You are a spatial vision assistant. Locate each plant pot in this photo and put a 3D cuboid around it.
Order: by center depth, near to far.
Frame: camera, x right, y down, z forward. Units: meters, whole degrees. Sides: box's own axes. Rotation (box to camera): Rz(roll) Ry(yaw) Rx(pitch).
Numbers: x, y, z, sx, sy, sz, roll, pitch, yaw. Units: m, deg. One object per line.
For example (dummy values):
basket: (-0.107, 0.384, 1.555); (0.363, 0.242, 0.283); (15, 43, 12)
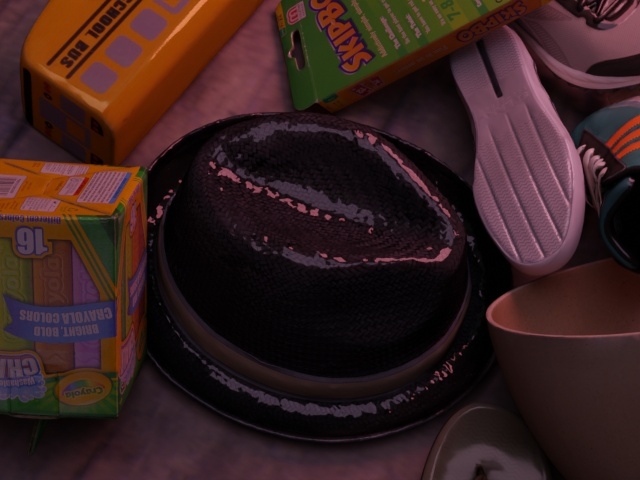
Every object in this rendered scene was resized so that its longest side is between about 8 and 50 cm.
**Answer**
plant pot: (0.282, 0.124, 1.477); (0.284, 0.284, 0.191); (-12, 100, -11)

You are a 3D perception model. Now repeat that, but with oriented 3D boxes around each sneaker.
sneaker: (0.258, -0.043, 1.537); (0.121, 0.302, 0.108); (-20, 107, -17)
sneaker: (0.177, -0.071, 1.617); (0.094, 0.091, 0.258); (-22, 52, 19)
sneaker: (0.206, -0.214, 1.659); (0.271, 0.108, 0.100); (32, 65, 35)

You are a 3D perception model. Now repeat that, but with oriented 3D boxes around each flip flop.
flip flop: (0.113, 0.252, 1.474); (0.112, 0.080, 0.277); (19, 63, 4)

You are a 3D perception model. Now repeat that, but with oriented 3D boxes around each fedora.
fedora: (0.000, 0.000, 1.549); (0.334, 0.152, 0.334); (2, 64, -4)

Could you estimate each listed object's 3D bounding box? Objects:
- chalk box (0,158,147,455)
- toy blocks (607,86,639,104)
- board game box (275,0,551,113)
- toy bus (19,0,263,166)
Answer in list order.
chalk box: (-0.206, 0.058, 1.474); (0.132, 0.213, 0.132); (2, 20, 3)
toy blocks: (0.452, -0.123, 1.649); (0.260, 0.309, 0.288); (43, 77, -20)
board game box: (0.080, -0.209, 1.656); (0.259, 0.039, 0.124); (-24, 57, 22)
toy bus: (-0.131, -0.225, 1.673); (0.130, 0.108, 0.333); (34, 65, 11)
